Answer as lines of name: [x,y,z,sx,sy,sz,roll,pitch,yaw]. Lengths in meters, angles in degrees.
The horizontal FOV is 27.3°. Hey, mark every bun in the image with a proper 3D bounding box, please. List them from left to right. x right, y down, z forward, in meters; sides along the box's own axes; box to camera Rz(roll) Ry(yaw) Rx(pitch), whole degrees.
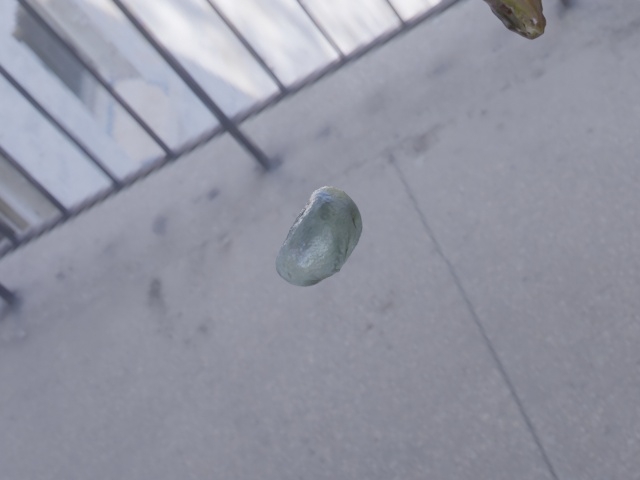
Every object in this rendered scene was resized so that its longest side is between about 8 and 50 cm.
bun: [0.000,0.000,0.924,0.083,0.045,0.083,-57,1,1]

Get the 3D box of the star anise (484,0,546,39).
star anise: [0.069,-0.287,0.788,0.109,0.349,0.292,-29,16,-14]
